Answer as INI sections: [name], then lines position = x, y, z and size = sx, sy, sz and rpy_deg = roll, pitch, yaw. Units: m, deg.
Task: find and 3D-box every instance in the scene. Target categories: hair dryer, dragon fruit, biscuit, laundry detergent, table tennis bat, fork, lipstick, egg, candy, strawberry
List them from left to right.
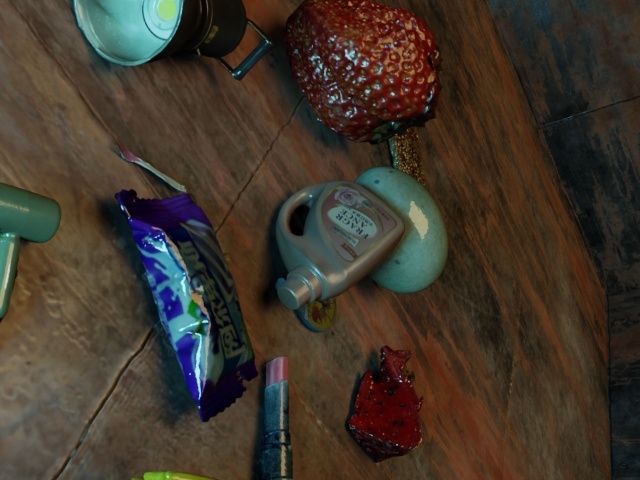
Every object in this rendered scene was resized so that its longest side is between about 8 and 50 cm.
[hair dryer]
position = -0.289, 0.024, 0.591
size = 0.071, 0.047, 0.150
rpy_deg = 21, 70, -51
[fork]
position = -0.206, -0.088, 0.783
size = 0.115, 0.012, 0.016
rpy_deg = 38, 47, -44
[candy]
position = -0.148, 0.064, 0.764
size = 0.145, 0.070, 0.275
rpy_deg = -24, 93, -66
[lipstick]
position = -0.054, 0.264, 0.841
size = 0.053, 0.053, 0.234
rpy_deg = 33, 50, -48
[table tennis bat]
position = -0.018, 0.086, 1.005
size = 0.155, 0.019, 0.100
rpy_deg = 31, 53, -51
[laundry detergent]
position = 0.000, 0.000, 0.978
size = 0.171, 0.076, 0.237
rpy_deg = 40, 51, 17
[strawberry]
position = 0.069, -0.306, 1.113
size = 0.288, 0.250, 0.238
rpy_deg = 30, 55, -17
[dragon fruit]
position = 0.104, 0.270, 1.099
size = 0.092, 0.123, 0.192
rpy_deg = 100, -3, -54
[egg]
position = 0.132, -0.018, 1.139
size = 0.169, 0.169, 0.236
rpy_deg = -39, 113, -56
[biscuit]
position = 0.185, -0.237, 1.452
size = 0.131, 0.026, 0.236
rpy_deg = 6, 73, -58

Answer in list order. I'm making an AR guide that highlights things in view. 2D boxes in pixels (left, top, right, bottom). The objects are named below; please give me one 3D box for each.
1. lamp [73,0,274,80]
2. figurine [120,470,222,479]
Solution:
[lamp]
position = -0.179, -0.294, 0.818
size = 0.172, 0.147, 0.227
rpy_deg = 51, 23, 5
[figurine]
position = -0.136, 0.330, 0.565
size = 0.215, 0.215, 0.228
rpy_deg = 55, 50, -29
